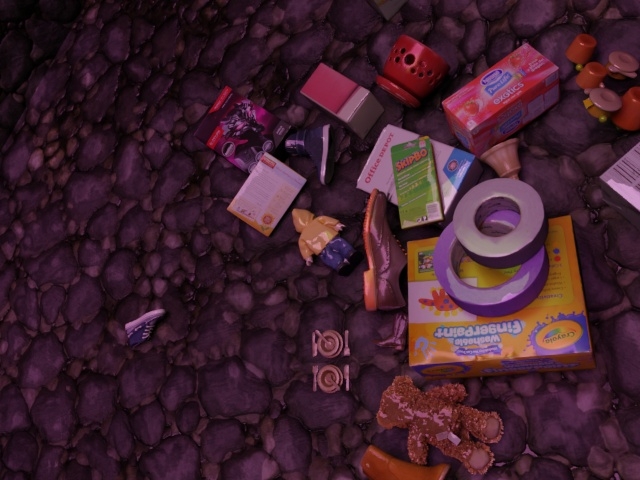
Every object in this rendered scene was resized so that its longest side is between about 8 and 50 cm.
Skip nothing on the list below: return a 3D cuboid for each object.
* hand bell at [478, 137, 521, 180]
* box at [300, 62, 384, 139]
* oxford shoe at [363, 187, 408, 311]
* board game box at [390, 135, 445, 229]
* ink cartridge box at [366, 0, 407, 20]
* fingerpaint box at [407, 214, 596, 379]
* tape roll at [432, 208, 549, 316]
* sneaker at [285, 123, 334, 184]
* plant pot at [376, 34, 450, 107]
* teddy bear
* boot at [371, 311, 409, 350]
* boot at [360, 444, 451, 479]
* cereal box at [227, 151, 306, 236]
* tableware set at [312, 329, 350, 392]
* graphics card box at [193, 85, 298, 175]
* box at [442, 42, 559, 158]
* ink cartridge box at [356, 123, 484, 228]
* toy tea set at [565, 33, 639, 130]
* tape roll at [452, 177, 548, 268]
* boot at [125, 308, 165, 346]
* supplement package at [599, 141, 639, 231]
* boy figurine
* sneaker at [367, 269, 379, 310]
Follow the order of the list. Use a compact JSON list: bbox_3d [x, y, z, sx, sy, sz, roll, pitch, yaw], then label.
[{"bbox_3d":[0.564,-0.157,1.765,0.126,0.126,0.241,-27,77,18],"label":"hand bell"},{"bbox_3d":[0.073,-0.466,2.060,0.232,0.149,0.126,39,94,29],"label":"box"},{"bbox_3d":[0.195,0.026,1.812,0.133,0.130,0.363,-1,86,9],"label":"oxford shoe"},{"bbox_3d":[0.279,-0.167,1.789,0.124,0.039,0.259,-13,75,24],"label":"board game box"},{"bbox_3d":[0.206,-0.867,2.088,0.127,0.176,0.128,-43,61,10],"label":"ink cartridge box"},{"bbox_3d":[0.469,0.163,1.647,0.445,0.163,0.370,-11,60,24],"label":"fingerpaint box"},{"bbox_3d":[0.431,0.052,1.568,0.275,0.090,0.274,-13,59,23],"label":"tape roll"},{"bbox_3d":[-0.039,-0.282,2.094,0.164,0.086,0.226,-5,64,15],"label":"sneaker"},{"bbox_3d":[0.287,-0.525,1.951,0.191,0.191,0.174,39,104,30],"label":"plant pot"},{"bbox_3d":[0.329,0.504,1.699,0.338,0.113,0.244,1,83,19],"label":"teddy bear"},{"bbox_3d":[0.213,0.266,1.850,0.107,0.037,0.114,8,83,15],"label":"boot"},{"bbox_3d":[0.212,0.616,1.639,0.211,0.104,0.295,37,139,20],"label":"boot"},{"bbox_3d":[-0.183,-0.158,2.113,0.173,0.047,0.240,35,93,-9],"label":"cereal box"},{"bbox_3d":[0.025,0.374,1.915,0.128,0.039,0.194,-8,72,25],"label":"tableware set"},{"bbox_3d":[-0.271,-0.383,2.246,0.371,0.094,0.232,37,94,29],"label":"graphics card box"},{"bbox_3d":[0.522,-0.399,1.777,0.300,0.154,0.142,-36,56,2],"label":"box"},{"bbox_3d":[0.301,-0.191,1.879,0.308,0.129,0.223,27,91,30],"label":"ink cartridge box"},{"bbox_3d":[0.785,-0.426,1.712,0.200,0.124,0.335,4,55,-6],"label":"toy tea set"},{"bbox_3d":[0.441,-0.043,1.514,0.219,0.072,0.219,-14,57,23],"label":"tape roll"},{"bbox_3d":[-0.632,0.320,2.257,0.190,0.069,0.086,-28,72,27],"label":"boot"},{"bbox_3d":[0.840,-0.154,1.556,0.203,0.194,0.149,-43,62,10],"label":"supplement package"},{"bbox_3d":[0.000,0.000,2.003,0.285,0.092,0.177,40,96,30],"label":"boy figurine"},{"bbox_3d":[0.172,0.132,1.902,0.077,0.072,0.178,3,74,46],"label":"sneaker"}]
